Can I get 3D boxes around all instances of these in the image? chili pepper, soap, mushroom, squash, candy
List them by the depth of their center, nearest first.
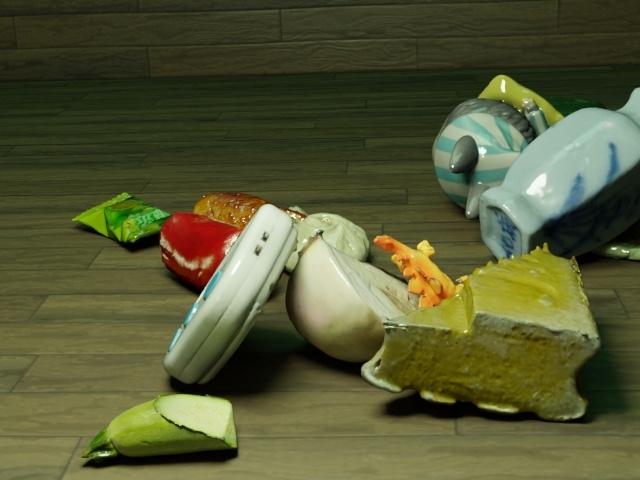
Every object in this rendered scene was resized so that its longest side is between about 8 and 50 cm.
[{"bbox_3d":[-0.208,0.241,1.274,0.200,0.075,0.090,-7,47,-9],"label":"squash"},{"bbox_3d":[0.227,0.109,1.451,0.304,0.169,0.338,10,21,4],"label":"soap"},{"bbox_3d":[0.054,0.133,1.483,0.236,0.162,0.173,27,27,-37],"label":"mushroom"},{"bbox_3d":[-0.145,0.040,1.733,0.134,0.131,0.338,13,1,-42],"label":"chili pepper"},{"bbox_3d":[-0.394,-0.041,2.073,0.149,0.069,0.246,-26,35,-37],"label":"candy"}]

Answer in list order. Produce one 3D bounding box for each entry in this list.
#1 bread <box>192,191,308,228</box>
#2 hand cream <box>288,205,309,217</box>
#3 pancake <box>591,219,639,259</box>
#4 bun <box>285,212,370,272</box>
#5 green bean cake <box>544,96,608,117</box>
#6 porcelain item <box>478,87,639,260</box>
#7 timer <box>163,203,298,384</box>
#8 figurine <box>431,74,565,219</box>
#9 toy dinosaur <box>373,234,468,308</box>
[{"bbox_3d":[-0.142,-0.050,2.023,0.269,0.095,0.139,6,19,36],"label":"bread"},{"bbox_3d":[-0.024,-0.028,2.051,0.061,0.039,0.143,-7,29,-30],"label":"hand cream"},{"bbox_3d":[0.600,-0.016,1.932,0.254,0.037,0.253,-2,21,1],"label":"pancake"},{"bbox_3d":[0.000,0.000,1.866,0.183,0.102,0.183,-3,17,1],"label":"bun"},{"bbox_3d":[0.515,-0.245,2.383,0.300,0.169,0.308,11,23,28],"label":"green bean cake"},{"bbox_3d":[0.485,-0.110,1.827,0.405,0.242,0.178,-31,50,-15],"label":"porcelain item"},{"bbox_3d":[-0.126,0.081,1.451,0.087,0.262,0.237,34,40,-5],"label":"timer"},{"bbox_3d":[0.384,-0.116,2.037,0.361,0.266,0.377,23,45,15],"label":"figurine"},{"bbox_3d":[0.192,0.085,1.525,0.288,0.070,0.117,37,31,-18],"label":"toy dinosaur"}]
